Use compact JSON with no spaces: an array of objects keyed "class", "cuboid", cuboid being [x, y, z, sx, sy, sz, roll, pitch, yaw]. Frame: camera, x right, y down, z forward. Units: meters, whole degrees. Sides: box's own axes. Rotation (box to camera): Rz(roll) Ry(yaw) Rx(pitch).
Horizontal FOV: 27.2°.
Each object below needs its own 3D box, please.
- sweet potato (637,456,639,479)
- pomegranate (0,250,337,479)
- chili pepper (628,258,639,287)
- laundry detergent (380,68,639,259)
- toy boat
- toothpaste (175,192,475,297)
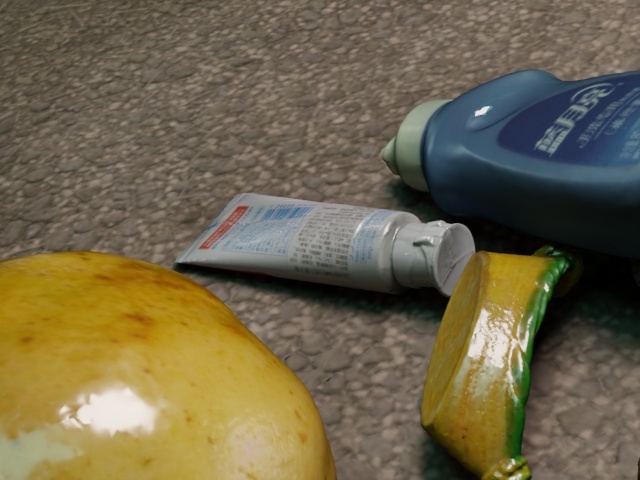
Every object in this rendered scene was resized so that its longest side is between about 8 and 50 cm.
[{"class":"sweet potato","cuboid":[0.221,0.165,0.678,0.068,0.068,0.226,-21,40,-6]},{"class":"pomegranate","cuboid":[-0.130,0.141,0.679,0.307,0.307,0.307,-10,40,8]},{"class":"chili pepper","cuboid":[0.245,-0.015,0.901,0.050,0.041,0.153,-5,46,45]},{"class":"laundry detergent","cuboid":[0.161,-0.065,0.913,0.290,0.094,0.143,11,52,49]},{"class":"toy boat","cuboid":[0.122,0.069,0.823,0.088,0.089,0.229,27,47,-6]},{"class":"toothpaste","cuboid":[0.000,0.000,0.965,0.234,0.057,0.089,9,43,37]}]
